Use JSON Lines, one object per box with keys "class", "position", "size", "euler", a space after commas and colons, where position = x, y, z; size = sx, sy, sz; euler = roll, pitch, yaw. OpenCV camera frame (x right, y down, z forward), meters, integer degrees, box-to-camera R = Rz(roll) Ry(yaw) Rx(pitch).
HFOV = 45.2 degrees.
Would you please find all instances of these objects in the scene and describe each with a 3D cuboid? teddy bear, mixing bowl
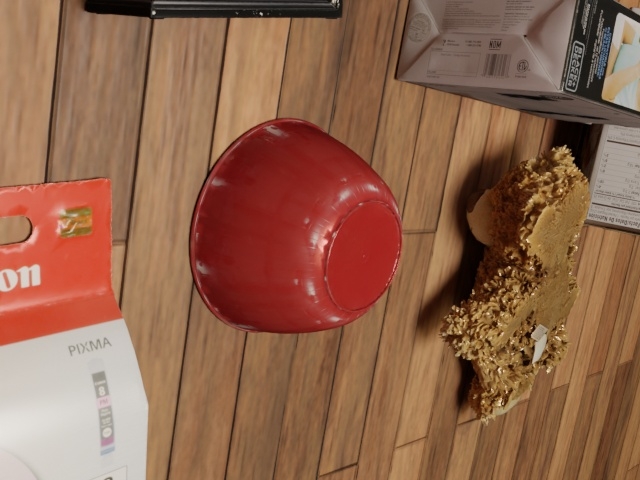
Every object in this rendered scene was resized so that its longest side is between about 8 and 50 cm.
{"class": "teddy bear", "position": [0.216, 0.056, 0.870], "size": [0.245, 0.113, 0.338], "euler": [-46, 141, -19]}
{"class": "mixing bowl", "position": [0.000, 0.000, 0.603], "size": [0.181, 0.098, 0.181], "euler": [-19, 117, -43]}

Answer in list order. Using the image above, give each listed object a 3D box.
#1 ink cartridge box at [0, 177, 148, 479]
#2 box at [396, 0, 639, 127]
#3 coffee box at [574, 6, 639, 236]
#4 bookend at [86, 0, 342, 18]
{"class": "ink cartridge box", "position": [-0.194, 0.090, 0.458], "size": [0.189, 0.066, 0.232], "euler": [-11, 116, -45]}
{"class": "box", "position": [0.229, -0.170, 0.739], "size": [0.290, 0.169, 0.087], "euler": [1, 101, -46]}
{"class": "coffee box", "position": [0.373, -0.137, 0.917], "size": [0.141, 0.098, 0.246], "euler": [-37, 138, -76]}
{"class": "bookend", "position": [-0.061, -0.219, 0.475], "size": [0.156, 0.072, 0.157], "euler": [-15, 114, -44]}
